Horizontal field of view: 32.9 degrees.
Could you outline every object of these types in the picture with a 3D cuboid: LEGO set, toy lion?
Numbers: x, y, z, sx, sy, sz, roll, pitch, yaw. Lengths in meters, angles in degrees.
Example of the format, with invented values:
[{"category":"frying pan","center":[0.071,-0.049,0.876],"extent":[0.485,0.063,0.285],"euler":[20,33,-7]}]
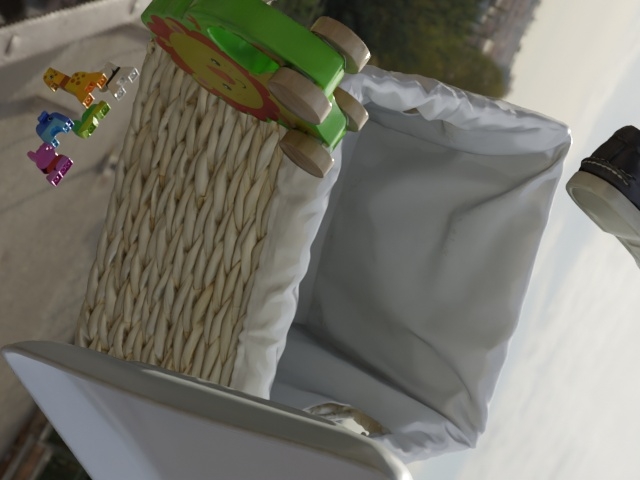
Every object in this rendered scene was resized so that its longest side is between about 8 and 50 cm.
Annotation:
[{"category":"LEGO set","center":[-0.396,-0.212,1.688],"extent":[0.227,0.093,0.087],"euler":[-57,158,-16]},{"category":"toy lion","center":[-0.029,-0.070,0.418],"extent":[0.034,0.096,0.100],"euler":[-54,171,-10]}]

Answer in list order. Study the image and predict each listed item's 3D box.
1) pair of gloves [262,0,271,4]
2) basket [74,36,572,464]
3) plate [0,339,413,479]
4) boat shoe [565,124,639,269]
[{"category":"pair of gloves","center":[-0.100,-0.328,1.021],"extent":[0.042,0.240,0.204],"euler":[-35,-168,-16]},{"category":"basket","center":[0.000,0.000,0.963],"extent":[0.328,0.266,0.331],"euler":[4,106,-47]},{"category":"plate","center":[-0.032,0.168,0.655],"extent":[0.045,0.278,0.277],"euler":[-55,140,-32]},{"category":"boat shoe","center":[0.262,-0.007,0.791],"extent":[0.065,0.206,0.075],"euler":[-56,-149,-5]}]
